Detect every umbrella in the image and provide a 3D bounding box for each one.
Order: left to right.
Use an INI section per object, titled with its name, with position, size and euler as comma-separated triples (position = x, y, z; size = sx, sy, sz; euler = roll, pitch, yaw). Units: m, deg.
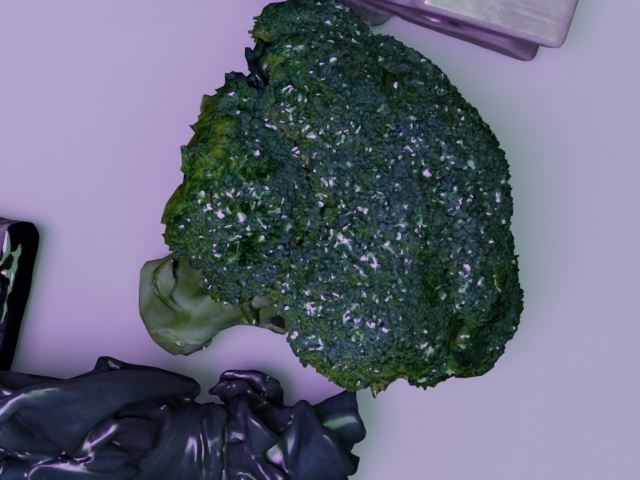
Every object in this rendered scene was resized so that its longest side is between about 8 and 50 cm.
[umbrella]
position = -0.143, 0.129, 0.716
size = 0.349, 0.094, 0.143
euler = 14, 118, -21

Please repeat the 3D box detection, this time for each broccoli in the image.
[broccoli]
position = 0.000, 0.000, 0.703
size = 0.269, 0.254, 0.269
euler = 11, 126, 15

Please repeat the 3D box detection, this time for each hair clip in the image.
[hair clip]
position = 0.003, -0.195, 0.734
size = 0.331, 0.101, 0.085
euler = 19, 91, -7

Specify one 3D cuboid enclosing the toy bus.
[toy bus]
position = -0.245, 0.064, 0.762
size = 0.072, 0.057, 0.171
euler = 15, 95, 4
